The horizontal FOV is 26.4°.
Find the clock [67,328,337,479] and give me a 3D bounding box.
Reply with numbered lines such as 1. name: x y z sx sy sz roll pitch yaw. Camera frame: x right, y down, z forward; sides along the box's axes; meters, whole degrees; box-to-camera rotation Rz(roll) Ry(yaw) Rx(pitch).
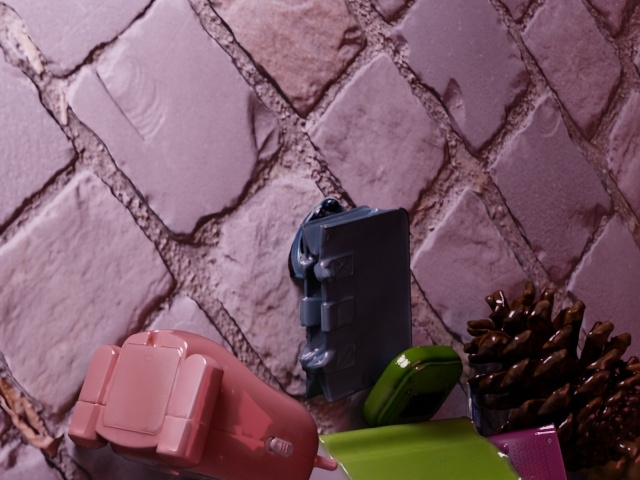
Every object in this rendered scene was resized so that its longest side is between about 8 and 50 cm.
1. clock: -0.106 0.192 1.453 0.241 0.227 0.142 29 72 -36

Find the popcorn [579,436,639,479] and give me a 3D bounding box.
1. popcorn: 0.479 0.312 2.048 0.256 0.195 0.255 13 58 -43

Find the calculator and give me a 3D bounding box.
1. calculator: 0.241 0.316 1.792 0.034 0.190 0.127 -3 78 -49

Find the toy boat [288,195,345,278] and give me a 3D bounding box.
1. toy boat: 0.000 0.000 1.751 0.060 0.061 0.137 49 48 -23

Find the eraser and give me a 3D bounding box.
1. eraser: 0.129 0.321 1.688 0.274 0.092 0.210 -2 44 -43

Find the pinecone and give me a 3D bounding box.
1. pinecone: 0.325 0.197 1.885 0.244 0.244 0.309 -6 50 -46

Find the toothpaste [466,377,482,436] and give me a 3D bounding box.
1. toothpaste: 0.216 0.262 1.911 0.037 0.021 0.140 29 53 -41

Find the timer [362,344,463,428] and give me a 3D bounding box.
1. timer: 0.121 0.194 1.764 0.047 0.128 0.140 44 23 31

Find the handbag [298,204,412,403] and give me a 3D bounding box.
1. handbag: 0.038 0.077 1.717 0.179 0.062 0.229 -16 109 -46
